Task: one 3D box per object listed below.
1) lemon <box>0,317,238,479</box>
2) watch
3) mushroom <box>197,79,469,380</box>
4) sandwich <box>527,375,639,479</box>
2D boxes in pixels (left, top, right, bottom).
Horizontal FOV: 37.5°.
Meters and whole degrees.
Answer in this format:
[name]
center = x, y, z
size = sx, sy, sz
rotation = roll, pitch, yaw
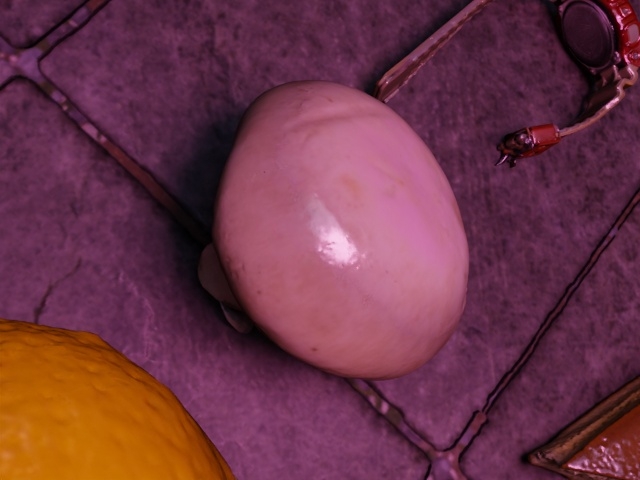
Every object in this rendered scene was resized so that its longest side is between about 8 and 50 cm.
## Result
[lemon]
center = -0.208, 0.198, 0.533
size = 0.336, 0.336, 0.336
rotation = 6, 73, -20
[watch]
center = 0.191, -0.161, 0.917
size = 0.268, 0.102, 0.165
rotation = -39, 93, -18
[mushroom]
center = 0.000, 0.000, 0.741
size = 0.246, 0.202, 0.246
rotation = 49, 26, -35
[sandwich]
center = 0.308, 0.175, 0.858
size = 0.244, 0.090, 0.088
rotation = -26, 83, -25
